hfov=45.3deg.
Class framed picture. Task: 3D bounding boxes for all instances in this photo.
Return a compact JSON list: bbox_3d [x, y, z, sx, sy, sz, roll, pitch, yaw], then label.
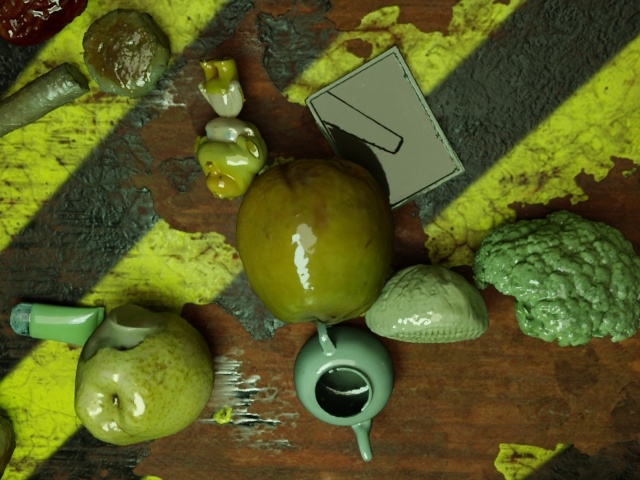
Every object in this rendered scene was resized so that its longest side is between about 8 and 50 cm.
[{"bbox_3d":[0.115,-0.185,1.354,0.189,0.023,0.260,-30,104,12],"label":"framed picture"}]

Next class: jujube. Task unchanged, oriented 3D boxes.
[{"bbox_3d":[-0.470,-0.398,1.281,0.176,0.109,0.112,-32,69,16],"label":"jujube"}]

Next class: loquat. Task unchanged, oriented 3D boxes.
[{"bbox_3d":[0.000,0.000,1.286,0.276,0.276,0.284,-7,86,6],"label":"loquat"}]

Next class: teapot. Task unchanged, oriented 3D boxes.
[{"bbox_3d":[0.043,0.259,1.449,0.193,0.129,0.294,-17,106,8],"label":"teapot"}]

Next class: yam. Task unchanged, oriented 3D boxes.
[{"bbox_3d":[-0.550,-0.223,1.365,0.299,0.066,0.066,-26,104,12],"label":"yam"}]

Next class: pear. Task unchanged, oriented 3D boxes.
[{"bbox_3d":[-0.327,0.255,1.412,0.271,0.271,0.271,1,108,4],"label":"pear"}]

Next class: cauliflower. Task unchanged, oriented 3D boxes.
[{"bbox_3d":[0.424,0.084,1.347,0.272,0.275,0.250,-20,147,-18],"label":"cauliflower"}]

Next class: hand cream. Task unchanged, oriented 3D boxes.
[{"bbox_3d":[-0.513,0.162,1.502,0.175,0.046,0.095,8,108,-5],"label":"hand cream"}]

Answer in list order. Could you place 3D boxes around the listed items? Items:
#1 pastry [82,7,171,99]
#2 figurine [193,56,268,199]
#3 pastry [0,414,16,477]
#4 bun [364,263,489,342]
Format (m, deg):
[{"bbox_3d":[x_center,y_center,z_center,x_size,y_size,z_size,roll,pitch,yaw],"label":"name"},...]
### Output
[{"bbox_3d":[-0.332,-0.319,1.310,0.153,0.081,0.153,3,111,7],"label":"pastry"},{"bbox_3d":[-0.158,-0.188,1.322,0.156,0.131,0.246,12,114,37],"label":"figurine"},{"bbox_3d":[-0.717,0.479,1.485,0.136,0.330,0.330,31,107,-5],"label":"pastry"},{"bbox_3d":[0.188,0.114,1.372,0.220,0.220,0.134,0,77,4],"label":"bun"}]
